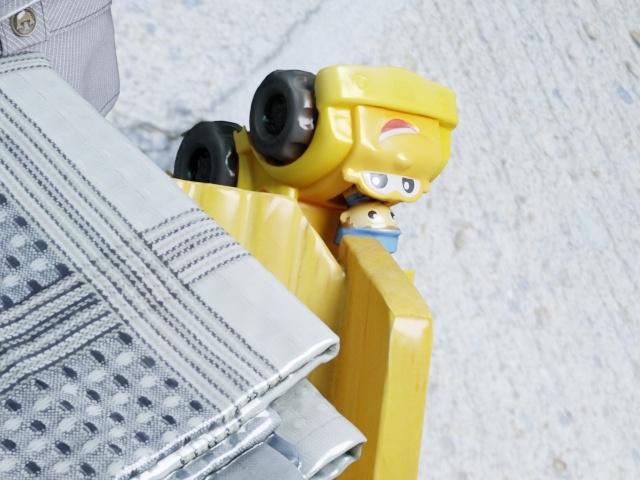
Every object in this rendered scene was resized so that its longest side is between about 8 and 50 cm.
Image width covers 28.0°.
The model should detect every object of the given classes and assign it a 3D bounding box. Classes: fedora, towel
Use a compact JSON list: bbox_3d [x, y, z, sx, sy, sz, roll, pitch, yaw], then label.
[{"bbox_3d":[-0.224,-0.113,0.865,0.275,0.243,0.124,-40,119,-45],"label":"fedora"},{"bbox_3d":[-0.170,0.047,0.608,0.312,0.056,0.324,-27,65,-40],"label":"towel"}]

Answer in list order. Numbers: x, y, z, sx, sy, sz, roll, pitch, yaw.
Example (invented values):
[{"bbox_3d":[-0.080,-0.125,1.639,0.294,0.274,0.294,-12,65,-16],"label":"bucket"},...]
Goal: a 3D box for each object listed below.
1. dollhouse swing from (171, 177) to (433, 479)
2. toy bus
[{"bbox_3d":[-0.093,0.115,0.662,0.346,0.305,0.315,8,88,-18],"label":"dollhouse swing"},{"bbox_3d":[0.000,0.000,0.934,0.149,0.220,0.211,9,65,-37],"label":"toy bus"}]
